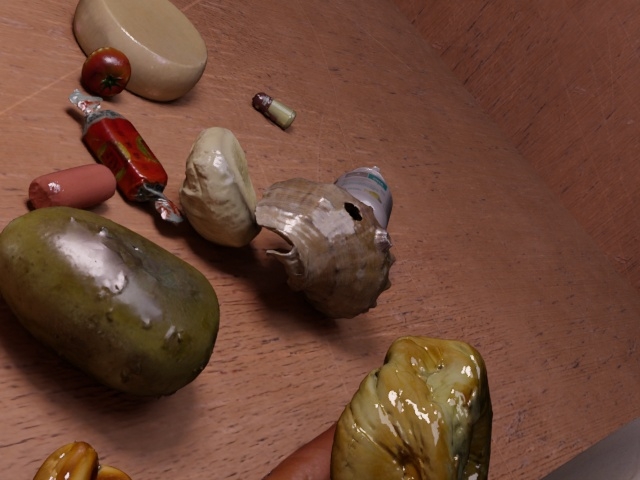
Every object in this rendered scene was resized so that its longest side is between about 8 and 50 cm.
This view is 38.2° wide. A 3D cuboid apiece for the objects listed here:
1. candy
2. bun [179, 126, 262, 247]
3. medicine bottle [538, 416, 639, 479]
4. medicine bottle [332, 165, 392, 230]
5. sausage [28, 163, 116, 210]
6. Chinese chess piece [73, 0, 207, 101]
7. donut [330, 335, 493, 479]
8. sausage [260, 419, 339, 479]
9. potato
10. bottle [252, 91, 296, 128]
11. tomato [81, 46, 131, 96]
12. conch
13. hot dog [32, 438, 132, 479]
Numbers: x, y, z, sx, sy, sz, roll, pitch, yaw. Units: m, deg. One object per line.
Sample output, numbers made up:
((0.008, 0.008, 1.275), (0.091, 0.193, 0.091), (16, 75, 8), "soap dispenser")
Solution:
((-0.316, -0.136, 1.500), (0.292, 0.059, 0.086), (52, 28, 16), "candy")
((-0.176, -0.080, 1.522), (0.222, 0.127, 0.223), (-18, 90, -85), "bun")
((0.364, 0.409, 1.313), (0.123, 0.375, 0.282), (50, 28, 3), "medicine bottle")
((0.077, -0.069, 1.870), (0.135, 0.135, 0.215), (40, 27, -9), "medicine bottle")
((-0.358, -0.075, 1.349), (0.062, 0.062, 0.154), (48, 27, 8), "sausage")
((-0.344, -0.388, 1.780), (0.273, 0.102, 0.273), (34, 30, -22), "Chinese chess piece")
((0.129, 0.300, 1.221), (0.169, 0.361, 0.360), (5, 18, 20), "donut")
((0.027, 0.304, 1.307), (0.094, 0.094, 0.419), (31, 23, 20), "sausage")
((-0.261, 0.076, 1.146), (0.307, 0.173, 0.210), (34, 30, -16), "potato")
((-0.106, -0.290, 2.040), (0.101, 0.047, 0.063), (32, 1, -15), "bottle")
((-0.377, -0.300, 1.625), (0.087, 0.087, 0.075), (21, 33, -39), "tomato")
((0.009, -0.006, 1.557), (0.263, 0.186, 0.324), (55, 2, 20), "conch")
((-0.254, 0.329, 0.876), (0.135, 0.100, 0.337), (41, 26, -25), "hot dog")
